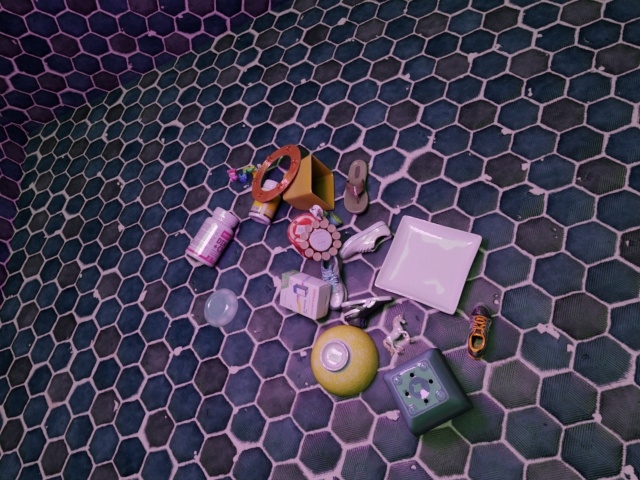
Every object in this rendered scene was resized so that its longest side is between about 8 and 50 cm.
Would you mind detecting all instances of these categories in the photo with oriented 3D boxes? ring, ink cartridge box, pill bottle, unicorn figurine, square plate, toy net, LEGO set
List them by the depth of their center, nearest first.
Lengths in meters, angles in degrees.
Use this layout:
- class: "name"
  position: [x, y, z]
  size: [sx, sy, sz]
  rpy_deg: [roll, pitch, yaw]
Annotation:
- class: "unicorn figurine"
  position: [0.314, 0.377, 1.654]
  size: [0.162, 0.060, 0.111]
  rpy_deg: [-44, 61, -1]
- class: "square plate"
  position: [0.448, 0.094, 1.714]
  size: [0.344, 0.049, 0.347]
  rpy_deg: [19, 76, 27]
- class: "ink cartridge box"
  position: [-0.069, 0.236, 1.795]
  size: [0.213, 0.093, 0.154]
  rpy_deg: [17, 108, 33]
- class: "toy net"
  position: [0.015, -0.130, 1.888]
  size: [0.045, 0.232, 0.122]
  rpy_deg: [-40, 64, 14]
- class: "ring"
  position: [-0.230, -0.341, 2.030]
  size: [0.337, 0.032, 0.336]
  rpy_deg: [-27, 44, 31]
- class: "pill bottle"
  position: [-0.274, -0.196, 2.092]
  size: [0.119, 0.119, 0.208]
  rpy_deg: [15, 75, 26]
- class: "pill bottle"
  position: [-0.549, -0.020, 2.101]
  size: [0.160, 0.160, 0.283]
  rpy_deg: [25, 79, 28]
- class: "LEGO set"
  position: [-0.382, -0.342, 2.219]
  size: [0.227, 0.087, 0.093]
  rpy_deg: [-10, 68, 11]

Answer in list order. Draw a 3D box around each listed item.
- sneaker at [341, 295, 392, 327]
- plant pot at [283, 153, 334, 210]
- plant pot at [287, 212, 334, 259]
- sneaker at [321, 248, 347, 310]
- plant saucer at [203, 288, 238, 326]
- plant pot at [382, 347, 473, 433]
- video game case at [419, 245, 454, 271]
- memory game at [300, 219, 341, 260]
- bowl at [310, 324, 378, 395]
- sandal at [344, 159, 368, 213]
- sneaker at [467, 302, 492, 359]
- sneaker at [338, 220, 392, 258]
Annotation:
- class: "sneaker"
  position: [0.203, 0.305, 1.729]
  size: [0.217, 0.079, 0.121]
  rpy_deg: [-11, 82, 9]
- class: "plant pot"
  position: [-0.066, -0.258, 2.001]
  size: [0.187, 0.212, 0.212]
  rpy_deg: [-14, 63, 29]
- class: "plant pot"
  position: [-0.048, -0.026, 1.904]
  size: [0.191, 0.174, 0.191]
  rpy_deg: [-8, 64, 17]
- class: "sneaker"
  position: [0.043, 0.169, 1.812]
  size: [0.110, 0.122, 0.282]
  rpy_deg: [-15, 64, 15]
- class: "plant saucer"
  position: [-0.499, 0.325, 2.007]
  size: [0.195, 0.037, 0.194]
  rpy_deg: [-8, 65, 18]
- class: "plant pot"
  position: [0.366, 0.533, 1.458]
  size: [0.248, 0.252, 0.247]
  rpy_deg: [-31, 61, 7]
- class: "video game case"
  position: [0.495, 0.079, 1.738]
  size: [0.122, 0.011, 0.087]
  rpy_deg: [18, 76, 26]
- class: "memory game"
  position: [0.000, 0.000, 1.790]
  size: [0.186, 0.012, 0.186]
  rpy_deg: [2, 80, -9]
- class: "bowl"
  position: [0.077, 0.472, 1.652]
  size: [0.290, 0.156, 0.289]
  rpy_deg: [-8, 65, 19]
- class: "sandal"
  position: [0.165, -0.264, 1.967]
  size: [0.120, 0.086, 0.302]
  rpy_deg: [-6, 67, 19]
- class: "sneaker"
  position: [0.601, 0.337, 1.546]
  size: [0.084, 0.083, 0.214]
  rpy_deg: [3, 68, 24]
- class: "sneaker"
  position: [0.201, 0.013, 1.832]
  size: [0.258, 0.094, 0.091]
  rpy_deg: [-35, 56, 4]
